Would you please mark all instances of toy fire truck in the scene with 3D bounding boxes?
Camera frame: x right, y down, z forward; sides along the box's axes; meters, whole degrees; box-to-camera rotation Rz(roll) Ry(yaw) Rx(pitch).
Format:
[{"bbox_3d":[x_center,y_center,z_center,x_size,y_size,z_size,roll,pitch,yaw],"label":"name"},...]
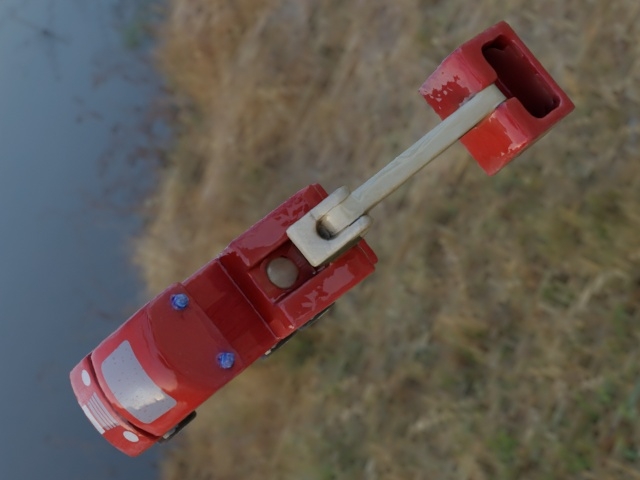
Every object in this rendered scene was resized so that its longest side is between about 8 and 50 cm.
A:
[{"bbox_3d":[0.000,0.000,0.758,0.192,0.047,0.135,-38,-3,-37],"label":"toy fire truck"}]
